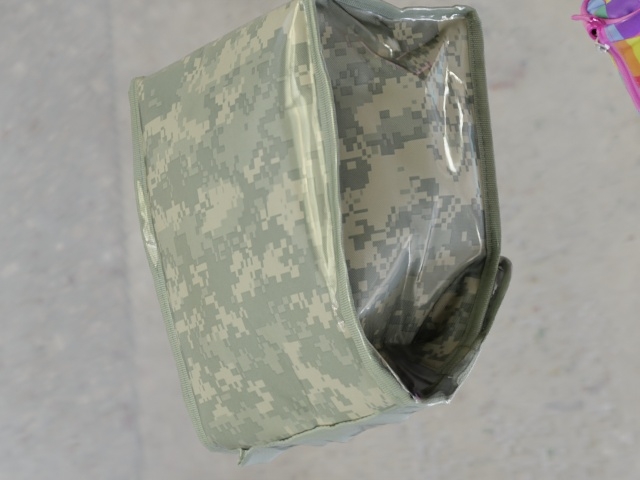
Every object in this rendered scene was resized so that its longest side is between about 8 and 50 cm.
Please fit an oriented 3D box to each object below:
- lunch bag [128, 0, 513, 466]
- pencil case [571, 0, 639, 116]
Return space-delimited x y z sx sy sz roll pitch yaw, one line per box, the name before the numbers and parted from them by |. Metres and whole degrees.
lunch bag | 0.000 0.000 1.343 0.169 0.235 0.287 4 75 -37
pencil case | 0.297 -0.128 1.636 0.104 0.104 0.236 -50 121 -21
